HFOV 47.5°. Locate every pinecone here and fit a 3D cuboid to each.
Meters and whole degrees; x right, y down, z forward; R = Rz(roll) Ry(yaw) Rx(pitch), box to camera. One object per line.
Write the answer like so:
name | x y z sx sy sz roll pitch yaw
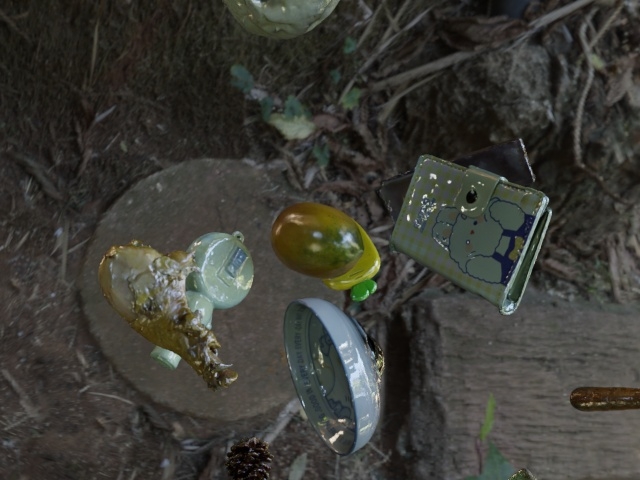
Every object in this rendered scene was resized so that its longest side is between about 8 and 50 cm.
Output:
pinecone | -0.142 0.455 1.457 0.102 0.102 0.109 18 55 -24

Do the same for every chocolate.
chocolate | 0.290 -0.134 1.567 0.112 0.321 0.112 68 22 -11

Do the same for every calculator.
calculator | 0.052 0.033 1.655 0.146 0.032 0.235 -26 61 -10

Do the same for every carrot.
carrot | 0.529 0.278 1.270 0.047 0.191 0.047 11 74 -45

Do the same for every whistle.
whistle | -0.184 0.086 1.157 0.126 0.067 0.258 47 57 -30

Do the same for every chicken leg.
chicken leg | -0.162 0.081 0.828 0.101 0.085 0.207 -42 96 -20

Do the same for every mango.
mango | -0.006 -0.001 1.166 0.151 0.221 0.120 14 87 0

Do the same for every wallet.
wallet | 0.273 -0.023 1.354 0.077 0.309 0.223 18 98 -39

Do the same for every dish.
dish | 0.050 0.217 1.256 0.133 0.273 0.273 -16 86 -21

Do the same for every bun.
bun | -0.064 -0.394 1.009 0.133 0.231 0.231 4 75 -59

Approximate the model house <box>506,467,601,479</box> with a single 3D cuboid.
model house | 0.339 0.430 1.012 0.195 0.214 0.189 47 48 -12
